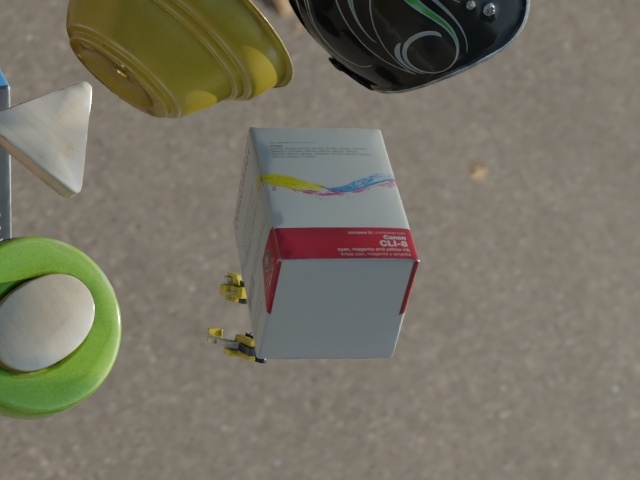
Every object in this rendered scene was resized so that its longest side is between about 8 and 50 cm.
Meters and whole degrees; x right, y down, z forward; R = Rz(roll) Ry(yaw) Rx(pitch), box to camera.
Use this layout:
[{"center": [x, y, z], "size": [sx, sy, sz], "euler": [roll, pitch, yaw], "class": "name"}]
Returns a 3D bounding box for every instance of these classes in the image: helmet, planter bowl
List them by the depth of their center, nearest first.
[{"center": [0.054, -0.196, 1.191], "size": [0.161, 0.169, 0.169], "euler": [60, 31, -22], "class": "helmet"}, {"center": [-0.134, -0.161, 1.445], "size": [0.217, 0.217, 0.090], "euler": [44, 74, -26], "class": "planter bowl"}]

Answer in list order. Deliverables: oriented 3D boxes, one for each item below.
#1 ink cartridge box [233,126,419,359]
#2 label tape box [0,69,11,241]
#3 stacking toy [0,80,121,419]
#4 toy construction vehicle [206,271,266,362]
[{"center": [0.000, 0.000, 1.620], "size": [0.127, 0.128, 0.176], "euler": [0, 44, -13], "class": "ink cartridge box"}, {"center": [-0.476, -0.113, 2.015], "size": [0.249, 0.115, 0.348], "euler": [-11, 119, -31], "class": "label tape box"}, {"center": [-0.255, -0.004, 1.227], "size": [0.279, 0.130, 0.309], "euler": [-1, 82, -26], "class": "stacking toy"}, {"center": [-0.077, 0.073, 1.784], "size": [0.035, 0.098, 0.086], "euler": [-2, 105, -37], "class": "toy construction vehicle"}]
